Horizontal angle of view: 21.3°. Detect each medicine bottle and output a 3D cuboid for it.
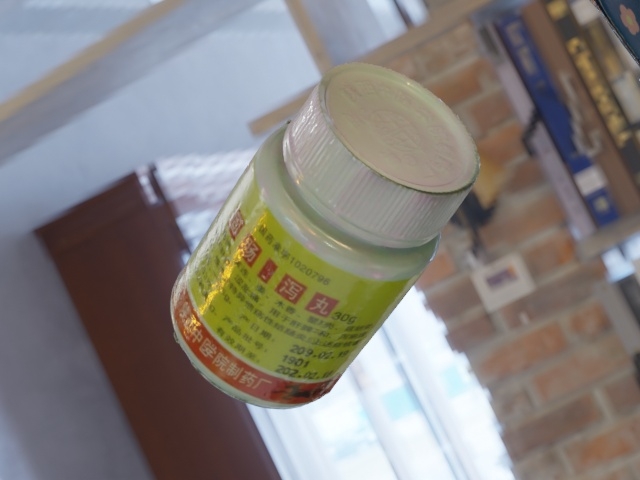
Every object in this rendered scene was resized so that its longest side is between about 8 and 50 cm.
[{"bbox_3d":[0.000,0.000,1.157,0.139,0.139,0.225,-20,-27,-48],"label":"medicine bottle"}]

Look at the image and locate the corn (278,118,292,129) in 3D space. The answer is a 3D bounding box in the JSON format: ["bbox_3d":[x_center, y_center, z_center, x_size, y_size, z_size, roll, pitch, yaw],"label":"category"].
[{"bbox_3d":[-0.012,-0.043,1.581,0.122,0.123,0.305,-44,4,5],"label":"corn"}]

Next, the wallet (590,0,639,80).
[{"bbox_3d":[0.227,-0.101,0.948,0.059,0.202,0.141,-28,-18,-11],"label":"wallet"}]
